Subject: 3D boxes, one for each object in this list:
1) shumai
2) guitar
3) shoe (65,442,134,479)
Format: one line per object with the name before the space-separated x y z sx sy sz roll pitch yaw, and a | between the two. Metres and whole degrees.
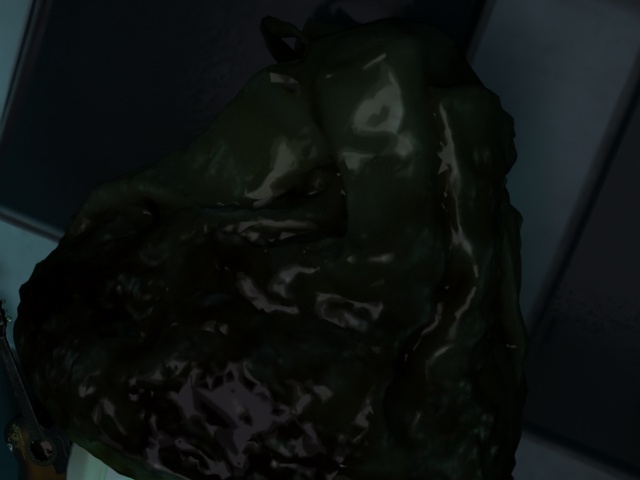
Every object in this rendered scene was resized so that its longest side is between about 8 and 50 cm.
shumai | 0.000 0.000 0.924 0.395 0.395 0.348 25 111 8
guitar | -0.271 0.158 1.210 0.088 0.025 0.233 -15 99 18
shoe | -0.098 0.273 1.088 0.160 0.132 0.363 7 129 21
